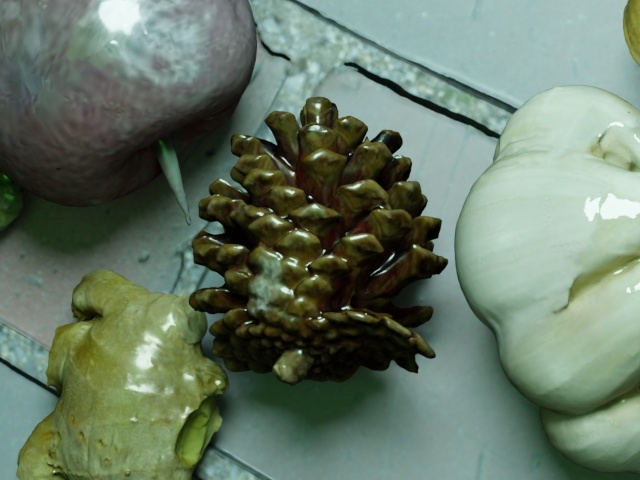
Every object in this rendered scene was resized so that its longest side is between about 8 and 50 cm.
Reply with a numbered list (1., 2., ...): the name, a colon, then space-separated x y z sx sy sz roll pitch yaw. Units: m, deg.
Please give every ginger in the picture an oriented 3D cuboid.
1. ginger: -0.150 0.135 1.340 0.157 0.102 0.216 12 90 21

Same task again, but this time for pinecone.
1. pinecone: 0.000 -0.001 1.277 0.186 0.168 0.212 4 86 5

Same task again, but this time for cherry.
1. cherry: -0.160 -0.138 1.295 0.236 0.213 0.285 -27 83 25

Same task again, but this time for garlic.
1. garlic: 0.191 0.027 1.197 0.185 0.203 0.281 -2 76 -25

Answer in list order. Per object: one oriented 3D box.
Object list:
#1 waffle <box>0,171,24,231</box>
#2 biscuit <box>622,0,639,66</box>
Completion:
1. waffle: -0.384 -0.062 1.433 0.292 0.056 0.309 41 97 12
2. biscuit: 0.302 -0.106 1.226 0.249 0.184 0.035 49 138 20
